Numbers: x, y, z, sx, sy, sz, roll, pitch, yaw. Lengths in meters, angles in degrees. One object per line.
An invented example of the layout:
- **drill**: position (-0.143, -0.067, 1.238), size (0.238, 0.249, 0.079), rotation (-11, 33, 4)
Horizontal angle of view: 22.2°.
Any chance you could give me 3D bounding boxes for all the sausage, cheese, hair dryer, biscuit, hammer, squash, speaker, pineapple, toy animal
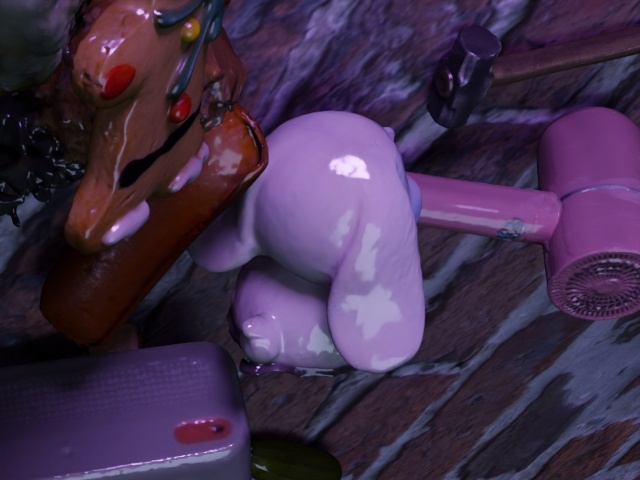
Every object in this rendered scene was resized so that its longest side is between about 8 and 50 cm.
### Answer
- **sausage**: position (-0.161, -0.020, 1.540), size (0.102, 0.102, 0.330), rotation (5, 140, -44)
- **cheese**: position (-0.233, 0.127, 1.784), size (0.060, 0.041, 0.084), rotation (-3, 148, -28)
- **hair dryer**: position (0.189, -0.051, 1.734), size (0.352, 0.210, 0.125), rotation (9, 141, -10)
- **biscuit**: position (-0.105, -0.129, 1.098), size (0.197, 0.049, 0.301), rotation (-55, 162, -53)
- **hammer**: position (0.280, -0.198, 1.672), size (0.365, 0.043, 0.111), rotation (-15, 149, -25)
- **squash**: position (-0.042, 0.308, 2.225), size (0.066, 0.066, 0.252), rotation (-37, 150, 19)
- **speaker**: position (-0.274, 0.236, 1.742), size (0.406, 0.183, 0.184), rotation (-8, 143, -12)
- **pineapple**: position (-0.241, -0.086, 1.304), size (0.364, 0.165, 0.165), rotation (-28, 152, 8)
- **toy animal**: position (-0.014, 0.006, 1.605), size (0.174, 0.249, 0.289), rotation (-43, 132, -51)

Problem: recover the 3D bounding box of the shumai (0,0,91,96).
- **shumai**: position (-0.242, -0.258, 0.999), size (0.263, 0.304, 0.309), rotation (17, 166, -9)
